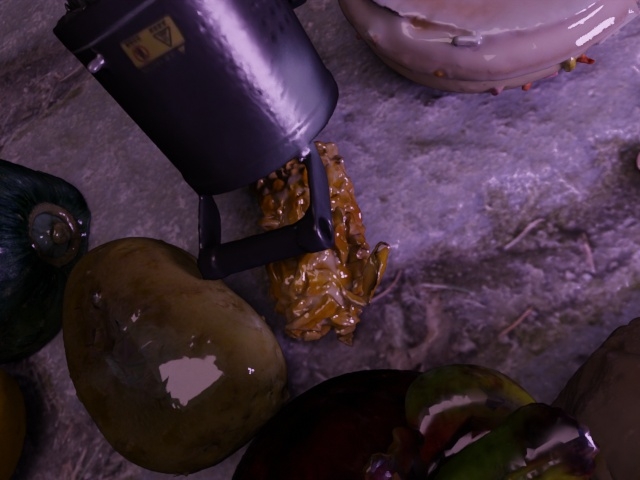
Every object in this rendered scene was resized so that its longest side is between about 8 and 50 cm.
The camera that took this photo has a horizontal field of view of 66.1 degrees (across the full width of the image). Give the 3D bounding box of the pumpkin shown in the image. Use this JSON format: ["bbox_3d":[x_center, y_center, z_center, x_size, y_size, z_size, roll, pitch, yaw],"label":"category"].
[{"bbox_3d":[-0.498,0.018,0.675,0.263,0.197,0.293,-6,72,16],"label":"pumpkin"}]

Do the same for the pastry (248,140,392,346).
[{"bbox_3d":[0.000,0.000,0.590,0.154,0.102,0.250,-20,69,8],"label":"pastry"}]

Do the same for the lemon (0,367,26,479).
[{"bbox_3d":[-0.470,0.258,0.622,0.170,0.170,0.207,7,85,17],"label":"lemon"}]

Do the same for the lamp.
[{"bbox_3d":[-0.123,-0.185,0.497,0.205,0.272,0.374,-16,60,28],"label":"lamp"}]

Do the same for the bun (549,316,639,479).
[{"bbox_3d":[0.321,0.188,0.375,0.282,0.205,0.281,1,92,33],"label":"bun"}]

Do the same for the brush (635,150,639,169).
[{"bbox_3d":[0.410,0.026,0.493,0.072,0.067,0.312,-17,70,12],"label":"brush"}]

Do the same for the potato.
[{"bbox_3d":[-0.177,0.121,0.571,0.210,0.173,0.307,-46,67,2],"label":"potato"}]

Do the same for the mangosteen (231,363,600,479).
[{"bbox_3d":[0.070,0.242,0.377,0.306,0.359,0.306,4,60,-8],"label":"mangosteen"}]

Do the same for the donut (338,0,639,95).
[{"bbox_3d":[0.203,-0.349,0.603,0.383,0.142,0.382,-3,76,14],"label":"donut"}]
